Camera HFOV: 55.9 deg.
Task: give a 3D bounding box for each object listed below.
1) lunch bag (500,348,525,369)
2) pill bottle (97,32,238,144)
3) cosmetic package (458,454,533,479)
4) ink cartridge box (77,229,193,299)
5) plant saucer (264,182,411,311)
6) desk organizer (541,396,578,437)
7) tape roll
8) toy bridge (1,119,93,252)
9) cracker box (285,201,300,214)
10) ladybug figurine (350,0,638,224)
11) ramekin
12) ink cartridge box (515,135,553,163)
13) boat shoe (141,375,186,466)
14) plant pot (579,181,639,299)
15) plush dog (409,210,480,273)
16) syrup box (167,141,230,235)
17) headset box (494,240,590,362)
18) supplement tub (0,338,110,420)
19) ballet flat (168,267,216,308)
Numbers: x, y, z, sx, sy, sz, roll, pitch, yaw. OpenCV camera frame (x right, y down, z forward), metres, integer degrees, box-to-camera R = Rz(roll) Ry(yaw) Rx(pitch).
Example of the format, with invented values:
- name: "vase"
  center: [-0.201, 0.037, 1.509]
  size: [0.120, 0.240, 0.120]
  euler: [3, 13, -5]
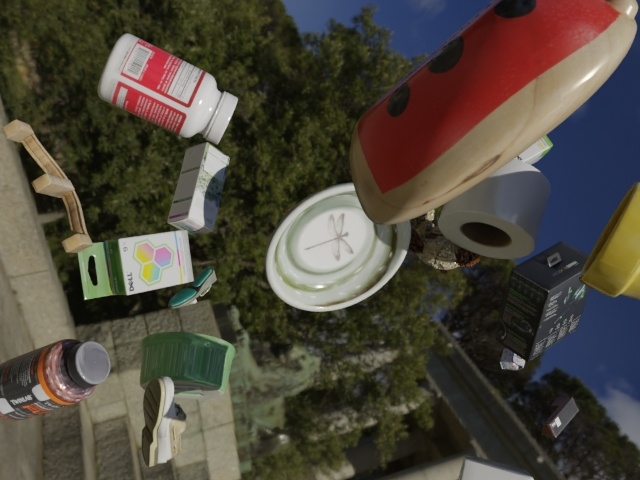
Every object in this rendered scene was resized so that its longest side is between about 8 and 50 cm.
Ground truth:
- name: "lunch bag"
  center: [0.723, 0.444, 2.257]
  size: [0.083, 0.071, 0.053]
  euler: [2, -51, 32]
- name: "pill bottle"
  center: [-0.489, -0.480, 1.971]
  size: [0.229, 0.407, 0.229]
  euler: [-57, -162, 29]
- name: "cosmetic package"
  center: [0.334, 0.561, 1.210]
  size: [0.224, 0.138, 0.225]
  euler: [49, 55, -67]
- name: "ink cartridge box"
  center: [-0.357, 0.045, 1.183]
  size: [0.062, 0.209, 0.109]
  euler: [-5, -87, 45]
- name: "plant saucer"
  center: [0.037, 0.006, 1.577]
  size: [0.100, 0.400, 0.401]
  euler: [-121, -154, -49]
- name: "desk organizer"
  center: [0.682, 0.507, 1.737]
  size: [0.050, 0.130, 0.047]
  euler: [-17, -77, 57]
- name: "tape roll"
  center: [0.438, -0.082, 1.526]
  size: [0.169, 0.246, 0.246]
  euler: [-67, -172, -19]
- name: "toy bridge"
  center: [-0.344, -0.070, 0.778]
  size: [0.188, 0.026, 0.063]
  euler: [60, 4, 6]
- name: "cracker box"
  center: [0.000, 0.000, 1.786]
  size: [0.232, 0.067, 0.156]
  euler: [30, -38, 42]
- name: "ladybug figurine"
  center: [0.202, -0.192, 0.829]
  size: [0.449, 0.305, 0.162]
  euler: [-37, -80, 34]
- name: "ramekin"
  center: [-0.432, 0.410, 1.938]
  size: [0.303, 0.303, 0.148]
  euler: [114, -20, -62]
- name: "ink cartridge box"
  center: [0.494, -0.268, 1.718]
  size: [0.189, 0.255, 0.097]
  euler: [58, -17, 12]
- name: "boat shoe"
  center: [-0.437, 0.500, 1.702]
  size: [0.113, 0.103, 0.302]
  euler: [45, -50, 44]
- name: "plant pot"
  center: [0.731, 0.034, 1.298]
  size: [0.239, 0.254, 0.254]
  euler: [29, -40, 19]
- name: "plush dog"
  center: [0.349, 0.017, 1.738]
  size: [0.225, 0.262, 0.211]
  euler: [-33, 132, -68]
- name: "syrup box"
  center: [-0.334, -0.141, 1.664]
  size: [0.096, 0.093, 0.237]
  euler: [-9, -118, 37]
- name: "headset box"
  center: [0.653, 0.166, 1.745]
  size: [0.131, 0.246, 0.283]
  euler: [37, -42, 41]
- name: "supplement tub"
  center: [-0.439, 0.223, 0.984]
  size: [0.106, 0.197, 0.106]
  euler: [46, 32, -41]
- name: "ballet flat"
  center: [-0.433, 0.180, 2.083]
  size: [0.072, 0.213, 0.068]
  euler: [13, -46, 33]
